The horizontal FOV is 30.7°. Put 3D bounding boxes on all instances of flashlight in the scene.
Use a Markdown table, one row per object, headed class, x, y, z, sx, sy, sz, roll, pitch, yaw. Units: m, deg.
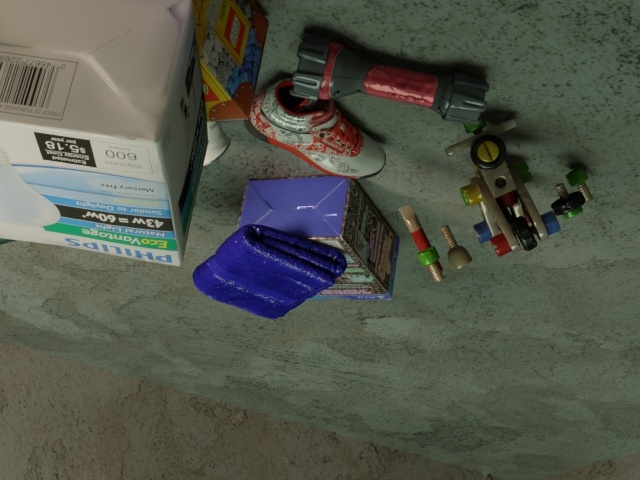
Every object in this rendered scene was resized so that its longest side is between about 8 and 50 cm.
| class | x | y | z | sx | sy | sz | roll | pitch | yaw |
| --- | --- | --- | --- | --- | --- | --- | --- | --- | --- |
| flashlight | 0.108 | -0.245 | 1.822 | 0.304 | 0.103 | 0.103 | 12 | 153 | -2 |

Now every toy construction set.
| class | x | y | z | sx | sy | sz | roll | pitch | yaw |
| --- | --- | --- | --- | --- | --- | --- | --- | --- | --- |
| toy construction set | 0.267 | -0.090 | 2.013 | 0.309 | 0.257 | 0.237 | -25 | 97 | 28 |

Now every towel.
| class | x | y | z | sx | sy | sz | roll | pitch | yaw |
| --- | --- | --- | --- | --- | --- | --- | --- | --- | --- |
| towel | -0.106 | 0.071 | 2.280 | 0.228 | 0.076 | 0.308 | 17 | 155 | -18 |

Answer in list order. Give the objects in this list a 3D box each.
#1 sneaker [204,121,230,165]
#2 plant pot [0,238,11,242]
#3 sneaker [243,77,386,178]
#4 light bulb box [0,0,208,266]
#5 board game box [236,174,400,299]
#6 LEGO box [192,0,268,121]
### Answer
| class | x | y | z | sx | sy | sz | roll | pitch | yaw |
| --- | --- | --- | --- | --- | --- | --- | --- | --- | --- |
| sneaker | -0.307 | -0.216 | 2.076 | 0.297 | 0.111 | 0.129 | 3 | 133 | 16 |
| plant pot | -0.546 | -0.134 | 2.043 | 0.235 | 0.292 | 0.293 | -2 | 155 | 44 |
| sneaker | 0.013 | -0.190 | 1.991 | 0.270 | 0.090 | 0.145 | 21 | 156 | -17 |
| light bulb box | -0.348 | -0.157 | 1.567 | 0.358 | 0.225 | 0.361 | 8 | 154 | 3 |
| board game box | 0.000 | 0.000 | 2.349 | 0.232 | 0.141 | 0.291 | -1 | 154 | 23 |
| LEGO box | -0.385 | -0.335 | 1.700 | 0.501 | 0.193 | 0.372 | -1 | 153 | 23 |
